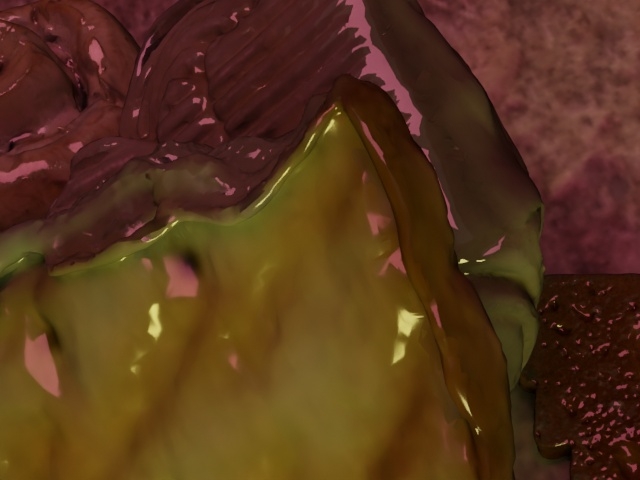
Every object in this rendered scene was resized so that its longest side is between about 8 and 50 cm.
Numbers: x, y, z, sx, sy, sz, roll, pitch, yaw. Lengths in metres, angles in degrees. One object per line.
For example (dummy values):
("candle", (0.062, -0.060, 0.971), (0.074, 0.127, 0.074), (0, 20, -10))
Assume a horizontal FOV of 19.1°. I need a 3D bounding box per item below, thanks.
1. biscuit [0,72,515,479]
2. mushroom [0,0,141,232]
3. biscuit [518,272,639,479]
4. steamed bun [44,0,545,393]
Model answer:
("biscuit", (-0.077, 0.096, 0.720), (0.335, 0.078, 0.329), (6, 98, 24))
("mushroom", (-0.141, -0.052, 0.896), (0.148, 0.112, 0.148), (-3, 61, 6))
("biscuit", (0.132, 0.058, 0.800), (0.119, 0.019, 0.130), (-36, 56, -8))
("steamed bun", (-0.002, 0.002, 0.805), (0.211, 0.144, 0.218), (-39, 71, 20))
